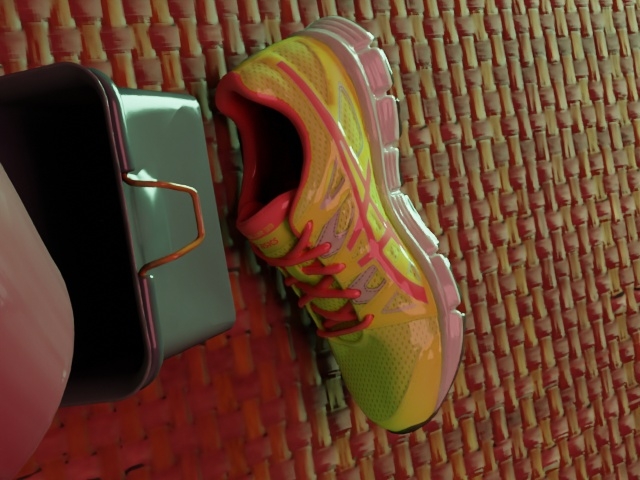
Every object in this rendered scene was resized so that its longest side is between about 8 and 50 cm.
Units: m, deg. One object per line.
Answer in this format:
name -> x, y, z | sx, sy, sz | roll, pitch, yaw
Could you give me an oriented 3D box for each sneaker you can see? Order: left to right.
sneaker -> 0.000, 0.000, 0.776 | 0.094, 0.081, 0.209 | -19, 92, -42

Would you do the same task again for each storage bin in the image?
storage bin -> -0.083, -0.006, 0.667 | 0.091, 0.098, 0.135 | -14, 94, -60

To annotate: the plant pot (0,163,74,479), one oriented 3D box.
plant pot -> -0.175, 0.005, 0.490 | 0.180, 0.201, 0.201 | 52, 47, -50
